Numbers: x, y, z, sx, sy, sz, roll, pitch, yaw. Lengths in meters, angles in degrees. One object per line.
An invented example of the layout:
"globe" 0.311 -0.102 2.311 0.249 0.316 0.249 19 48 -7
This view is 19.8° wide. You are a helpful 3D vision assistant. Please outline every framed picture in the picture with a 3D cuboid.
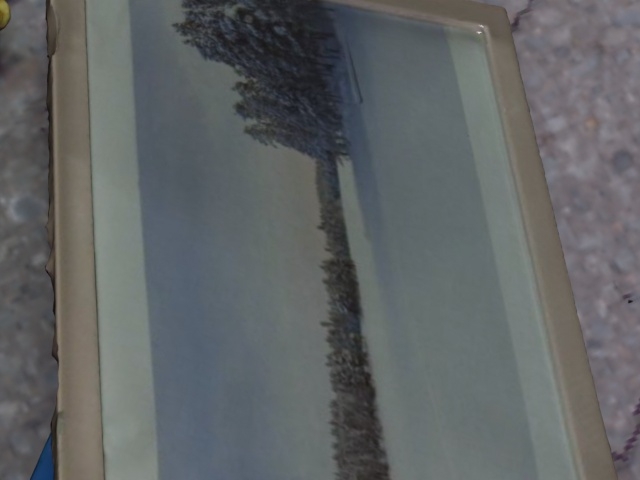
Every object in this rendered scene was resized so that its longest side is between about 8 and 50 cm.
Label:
"framed picture" 0.000 0.000 0.699 0.213 0.016 0.289 9 50 -20

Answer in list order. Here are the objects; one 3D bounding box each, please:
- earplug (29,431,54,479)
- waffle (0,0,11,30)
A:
"earplug" 0.028 0.121 0.706 0.273 0.132 0.132 25 75 -1
"waffle" -0.207 -0.124 0.776 0.160 0.046 0.192 3 87 0
